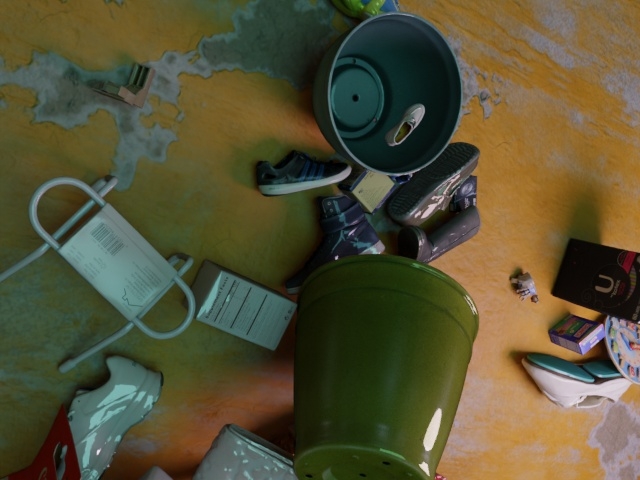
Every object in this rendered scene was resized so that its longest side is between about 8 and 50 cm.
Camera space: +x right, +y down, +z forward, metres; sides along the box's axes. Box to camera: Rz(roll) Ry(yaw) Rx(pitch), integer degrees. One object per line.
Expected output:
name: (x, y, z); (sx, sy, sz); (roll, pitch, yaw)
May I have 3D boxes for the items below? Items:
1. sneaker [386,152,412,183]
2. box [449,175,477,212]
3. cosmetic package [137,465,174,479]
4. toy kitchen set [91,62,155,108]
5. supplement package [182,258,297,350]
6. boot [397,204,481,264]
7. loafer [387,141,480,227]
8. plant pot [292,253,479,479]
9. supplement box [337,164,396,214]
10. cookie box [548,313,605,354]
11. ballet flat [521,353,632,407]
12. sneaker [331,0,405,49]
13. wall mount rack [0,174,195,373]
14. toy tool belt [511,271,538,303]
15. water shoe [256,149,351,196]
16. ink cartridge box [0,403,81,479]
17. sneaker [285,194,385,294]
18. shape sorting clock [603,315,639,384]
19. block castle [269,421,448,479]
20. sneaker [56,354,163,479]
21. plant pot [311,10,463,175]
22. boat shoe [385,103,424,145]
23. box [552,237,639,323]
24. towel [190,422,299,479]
sneaker: (0.170, -0.144, 1.412); (0.135, 0.052, 0.058); (-4, 62, -59)
box: (0.332, -0.108, 1.548); (0.067, 0.018, 0.084); (-5, 101, -26)
cosmetic package: (-0.266, 0.660, 1.055); (0.329, 0.327, 0.394); (-44, 98, 6)
toy kitchen set: (-0.345, -0.281, 1.148); (0.068, 0.083, 0.075); (20, 90, 13)
supplement package: (-0.157, 0.125, 1.292); (0.179, 0.105, 0.105); (27, 88, -28)
boot: (0.270, -0.016, 1.469); (0.208, 0.190, 0.076); (-26, 66, -13)
loafer: (0.254, -0.120, 1.478); (0.251, 0.094, 0.087); (-40, 139, -5)
plant pot: (0.098, 0.276, 1.212); (0.366, 0.366, 0.353); (43, 40, -26)
supplement box: (0.098, -0.114, 1.406); (0.083, 0.056, 0.083); (44, 78, -26)
cookie box: (0.667, 0.242, 1.732); (0.091, 0.107, 0.040); (-33, 112, -18)
ballet flat: (0.678, 0.384, 1.760); (0.399, 0.139, 0.139); (9, 95, -32)
sneaker: (0.136, -0.474, 1.342); (0.240, 0.091, 0.126); (34, 83, -27)
wall mount rack: (-0.399, 0.066, 1.151); (0.304, 0.130, 0.350); (-47, 116, -17)
toy tool belt: (0.512, 0.124, 1.672); (0.051, 0.052, 0.083); (-19, 107, 10)
water shoe: (-0.030, -0.144, 1.327); (0.203, 0.073, 0.080); (-16, 104, -24)
ink cartridge box: (-0.526, 0.468, 1.050); (0.091, 0.308, 0.385); (32, 84, -26)
sneaker: (0.000, -0.001, 1.366); (0.226, 0.086, 0.164); (-30, 103, -10)
shape sorting clock: (0.845, 0.293, 1.820); (0.206, 0.040, 0.206); (22, 50, -28)
block castle: (0.050, 0.525, 1.410); (0.452, 0.212, 0.303); (-22, 109, -22)
sneaker: (-0.416, 0.342, 1.215); (0.129, 0.111, 0.297); (37, 75, -15)
plant pot: (0.101, -0.280, 1.299); (0.292, 0.196, 0.293); (-5, 101, -26)
boat shoe: (0.160, -0.211, 1.209); (0.100, 0.035, 0.035); (-45, 115, -12)
box: (0.743, 0.109, 1.654); (0.143, 0.270, 0.165); (18, 91, -28)
towel: (-0.121, 0.546, 1.230); (0.316, 0.053, 0.332); (31, 97, -5)
